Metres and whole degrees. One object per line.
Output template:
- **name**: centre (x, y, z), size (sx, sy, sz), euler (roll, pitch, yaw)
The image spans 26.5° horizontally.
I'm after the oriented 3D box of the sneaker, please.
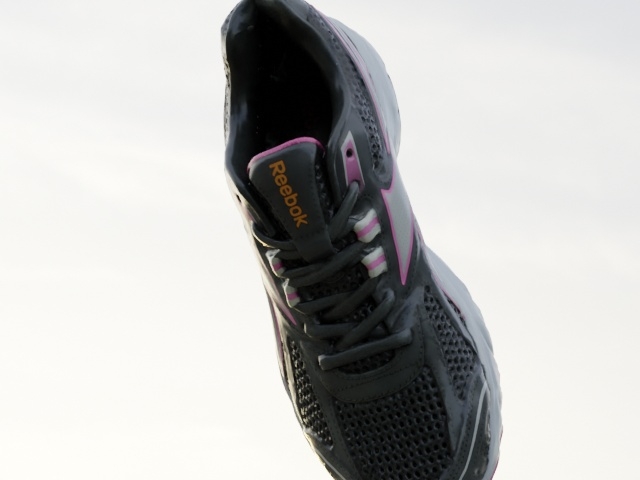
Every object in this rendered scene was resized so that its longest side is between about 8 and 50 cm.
- **sneaker**: centre (0.000, 0.000, 0.429), size (0.072, 0.178, 0.077), euler (-25, -21, 12)
